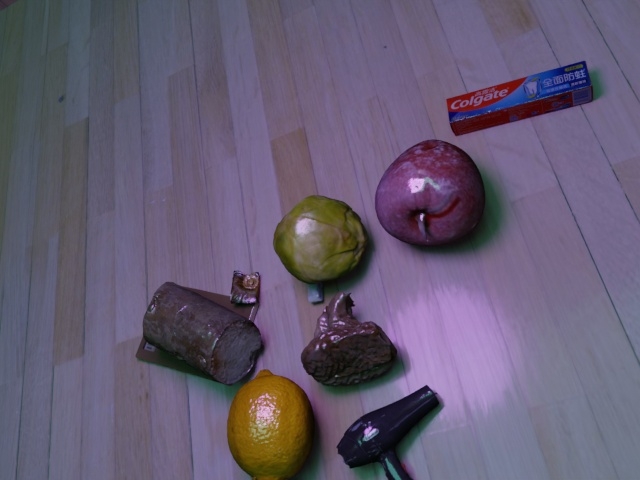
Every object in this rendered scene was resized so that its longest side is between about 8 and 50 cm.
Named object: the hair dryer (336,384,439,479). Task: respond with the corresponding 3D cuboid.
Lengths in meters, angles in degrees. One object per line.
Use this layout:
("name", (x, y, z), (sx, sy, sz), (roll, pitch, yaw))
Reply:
("hair dryer", (0.189, 0.446, 1.191), (0.236, 0.091, 0.271), (-33, 69, -4))

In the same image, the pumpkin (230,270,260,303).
("pumpkin", (-0.191, 0.123, 1.521), (0.073, 0.035, 0.101), (1, 52, 6))

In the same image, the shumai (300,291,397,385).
("shumai", (0.060, 0.213, 1.315), (0.206, 0.166, 0.175), (-16, 39, 17))

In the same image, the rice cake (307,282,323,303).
("rice cake", (-0.013, 0.067, 1.471), (0.042, 0.030, 0.180), (-16, 61, 23))

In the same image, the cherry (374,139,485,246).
("cherry", (0.239, -0.094, 1.323), (0.236, 0.212, 0.285), (7, 49, 5))

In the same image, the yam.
("yam", (-0.302, 0.215, 1.441), (0.305, 0.168, 0.167), (20, 77, 29))

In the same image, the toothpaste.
("toothpaste", (0.464, -0.331, 1.413), (0.321, 0.066, 0.076), (-12, 62, 19))

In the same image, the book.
("book", (-0.322, 0.233, 1.548), (0.311, 0.021, 0.216), (9, 70, 28))

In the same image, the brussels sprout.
("brussels sprout", (0.000, 0.000, 1.396), (0.224, 0.161, 0.223), (2, 67, -4))

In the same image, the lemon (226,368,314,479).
("lemon", (-0.105, 0.396, 1.269), (0.189, 0.188, 0.256), (-16, 60, 18))
